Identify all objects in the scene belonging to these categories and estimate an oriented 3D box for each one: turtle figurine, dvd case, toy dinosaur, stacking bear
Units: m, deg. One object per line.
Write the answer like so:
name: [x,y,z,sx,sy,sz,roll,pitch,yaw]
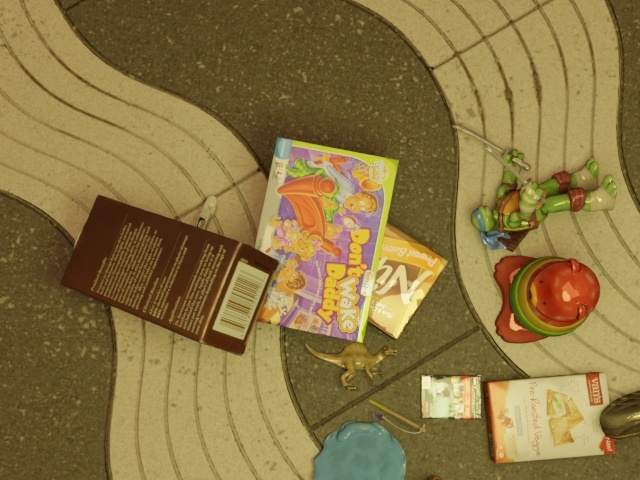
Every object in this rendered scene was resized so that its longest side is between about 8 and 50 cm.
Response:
turtle figurine: [0.418,-0.124,1.804,0.266,0.198,0.274,-9,87,-5]
dvd case: [0.257,0.309,1.841,0.119,0.013,0.087,0,83,-1]
toy dinosaur: [0.060,0.245,1.839,0.183,0.053,0.092,1,68,-7]
stacking bear: [0.429,0.101,1.728,0.164,0.289,0.175,0,83,0]

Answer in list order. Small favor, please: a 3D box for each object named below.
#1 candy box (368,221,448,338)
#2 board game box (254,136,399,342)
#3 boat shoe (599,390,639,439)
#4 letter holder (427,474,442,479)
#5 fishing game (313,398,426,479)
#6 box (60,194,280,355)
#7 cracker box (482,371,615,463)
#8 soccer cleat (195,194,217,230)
candy box: [0.067,0.034,1.836,0.316,0.087,0.183,34,85,4]
board game box: [0.000,0.000,1.757,0.233,0.078,0.347,11,85,3]
boat shoe: [0.701,0.342,1.761,0.355,0.132,0.130,-8,90,-12]
letter holder: [0.229,0.625,1.750,0.152,0.214,0.302,-41,84,27]
fishing game: [0.074,0.436,1.784,0.189,0.041,0.264,19,67,32]
box: [-0.283,0.061,1.723,0.381,0.143,0.191,18,83,33]
cracker box: [0.440,0.342,1.811,0.232,0.067,0.155,-5,83,-1]
soccer cleat: [-0.229,-0.052,1.873,0.029,0.035,0.083,24,84,3]
